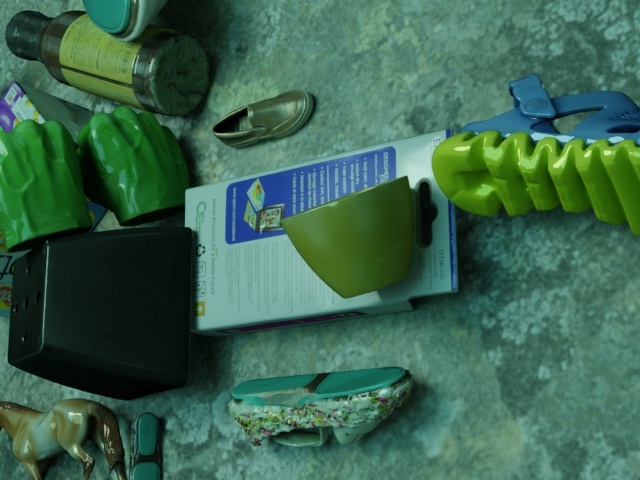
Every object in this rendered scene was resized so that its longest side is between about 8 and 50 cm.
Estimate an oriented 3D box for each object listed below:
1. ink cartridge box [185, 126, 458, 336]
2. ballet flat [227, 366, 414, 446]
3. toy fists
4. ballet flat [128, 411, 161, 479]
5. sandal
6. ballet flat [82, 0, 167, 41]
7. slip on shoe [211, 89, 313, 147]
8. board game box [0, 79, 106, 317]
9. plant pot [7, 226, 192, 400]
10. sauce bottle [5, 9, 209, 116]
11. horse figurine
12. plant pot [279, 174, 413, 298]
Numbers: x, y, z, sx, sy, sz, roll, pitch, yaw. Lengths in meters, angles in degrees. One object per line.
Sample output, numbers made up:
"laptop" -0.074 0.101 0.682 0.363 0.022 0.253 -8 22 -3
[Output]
"ink cartridge box" 0.000 0.000 1.249 0.370 0.069 0.176 -11 72 37
"ballet flat" 0.006 0.181 1.202 0.240 0.091 0.077 -10 103 39
"toy fists" -0.284 -0.079 1.352 0.096 0.279 0.142 -25 82 51
"ballet flat" -0.214 0.266 1.364 0.041 0.041 0.114 -9 73 35
"sandal" 0.265 -0.088 1.044 0.317 0.126 0.138 13 57 29
"ballet flat" -0.264 -0.360 1.466 0.400 0.139 0.139 40 103 49
"slip on shoe" -0.071 -0.148 1.354 0.135 0.041 0.052 -14 70 34
"board game box" -0.402 -0.048 1.512 0.275 0.142 0.144 -53 54 14
"plant pot" -0.266 0.081 1.326 0.187 0.166 0.188 -21 64 55
"sauce bottle" -0.296 -0.250 1.504 0.344 0.111 0.111 22 92 37
"horse figurine" -0.330 0.266 1.429 0.263 0.066 0.175 -23 72 33
"plant pot" 0.038 0.002 1.117 0.134 0.134 0.095 -17 93 33
